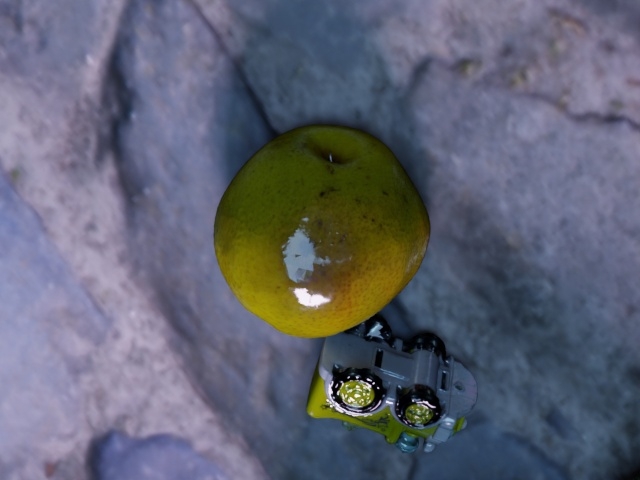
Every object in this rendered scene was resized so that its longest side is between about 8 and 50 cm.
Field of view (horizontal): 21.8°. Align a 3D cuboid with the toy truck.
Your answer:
[{"bbox_3d":[0.046,0.105,1.108,0.111,0.076,0.077,20,125,-4],"label":"toy truck"}]

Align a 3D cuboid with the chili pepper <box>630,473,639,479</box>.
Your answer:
[{"bbox_3d":[0.258,0.154,1.112,0.088,0.059,0.227,41,104,-5],"label":"chili pepper"}]

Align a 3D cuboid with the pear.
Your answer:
[{"bbox_3d":[0.000,0.000,1.061,0.141,0.104,0.141,2,112,4],"label":"pear"}]
